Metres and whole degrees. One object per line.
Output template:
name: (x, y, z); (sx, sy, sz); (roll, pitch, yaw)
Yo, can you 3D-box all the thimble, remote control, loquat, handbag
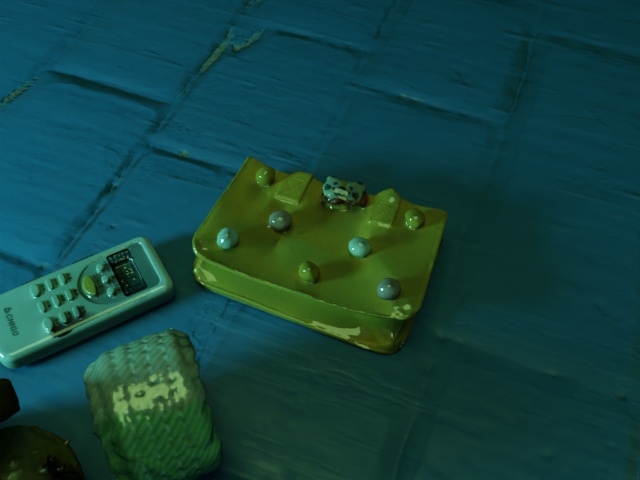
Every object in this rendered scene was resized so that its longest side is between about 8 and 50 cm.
thimble: (-0.228, 0.231, 0.926); (0.150, 0.219, 0.219); (-17, 55, -13)
remote control: (-0.402, 0.097, 1.117); (0.297, 0.056, 0.140); (-24, 55, -19)
loquat: (-0.404, 0.334, 0.877); (0.205, 0.149, 0.172); (-29, 99, 3)
handbag: (0.000, 0.000, 1.164); (0.401, 0.133, 0.283); (18, 50, 11)

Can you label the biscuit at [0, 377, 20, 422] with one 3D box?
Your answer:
biscuit: (-0.529, 0.274, 0.783); (0.350, 0.394, 0.070); (-35, 94, -49)
